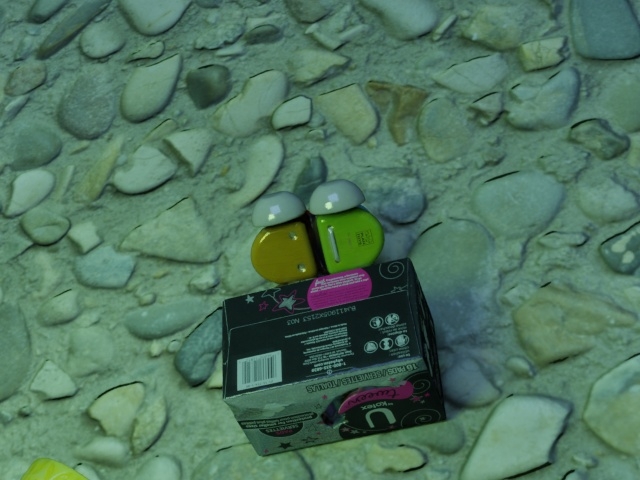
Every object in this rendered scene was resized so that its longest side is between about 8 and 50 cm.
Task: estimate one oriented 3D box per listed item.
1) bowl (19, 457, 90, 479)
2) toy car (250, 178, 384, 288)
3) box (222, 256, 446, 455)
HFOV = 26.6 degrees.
[{"bbox_3d":[-0.256,0.389,1.455,0.289,0.289,0.156,23,58,35],"label":"bowl"},{"bbox_3d":[0.000,0.000,1.828,0.182,0.159,0.136,-12,11,12],"label":"toy car"},{"bbox_3d":[0.017,0.149,1.671,0.247,0.142,0.163,-14,48,11],"label":"box"}]
